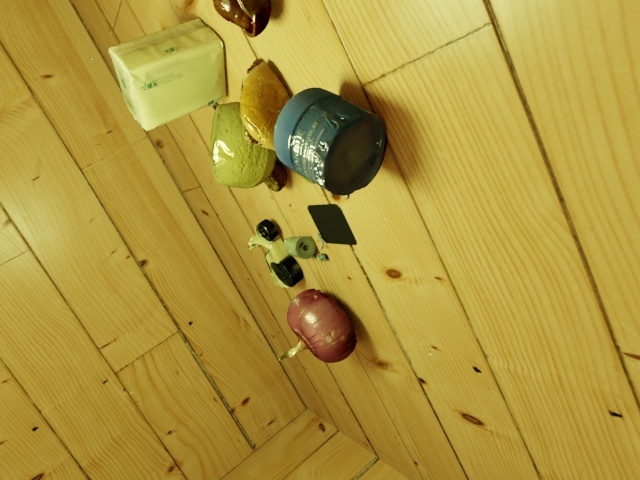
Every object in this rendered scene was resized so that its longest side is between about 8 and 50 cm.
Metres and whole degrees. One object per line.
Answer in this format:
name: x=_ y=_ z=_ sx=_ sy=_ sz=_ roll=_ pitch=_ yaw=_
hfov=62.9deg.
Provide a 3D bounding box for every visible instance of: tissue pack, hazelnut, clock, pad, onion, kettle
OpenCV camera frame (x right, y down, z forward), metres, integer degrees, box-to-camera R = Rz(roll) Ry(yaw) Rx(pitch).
tissue pack: x=-0.569 y=-0.634 z=2.004 sx=0.207 sy=0.380 sz=0.297 roll=51 pitch=158 yaw=23
hazelnut: x=-0.228 y=-0.691 z=1.515 sx=0.170 sy=0.160 sz=0.202 roll=-56 pitch=-56 yaw=-79
clock: x=-0.235 y=0.067 z=2.604 sx=0.276 sy=0.120 sz=0.379 roll=0 pitch=121 yaw=58
pad: x=0.040 y=-0.061 z=2.023 sx=0.267 sy=0.004 sz=0.181 roll=5 pitch=125 yaw=61
onion: x=-0.012 y=0.401 z=2.370 sx=0.358 sy=0.344 sz=0.358 roll=51 pitch=-166 yaw=-18
kettle: x=-0.081 y=0.030 z=2.296 sx=0.148 sy=0.126 sz=0.098 roll=-177 pitch=89 yaw=-66

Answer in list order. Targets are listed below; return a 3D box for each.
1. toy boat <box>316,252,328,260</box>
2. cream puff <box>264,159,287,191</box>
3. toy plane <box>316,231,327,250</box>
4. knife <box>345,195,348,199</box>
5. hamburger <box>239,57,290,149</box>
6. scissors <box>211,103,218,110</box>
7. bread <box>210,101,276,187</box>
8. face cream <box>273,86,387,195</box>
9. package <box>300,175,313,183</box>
toy boat: x=0.002 y=0.074 z=2.236 sx=0.038 sy=0.038 sz=0.083 roll=61 pitch=156 yaw=-10
cream puff: x=-0.187 y=-0.268 z=2.104 sx=0.149 sy=0.084 sz=0.149 roll=48 pitch=160 yaw=24
toy plane: x=0.002 y=0.000 z=2.143 sx=0.077 sy=0.024 sz=0.085 roll=18 pitch=130 yaw=59
knife: x=0.053 y=-0.256 z=1.726 sx=0.047 sy=0.017 sz=0.298 roll=30 pitch=150 yaw=50
hamburger: x=-0.188 y=-0.438 z=1.765 sx=0.282 sy=0.245 sz=0.155 roll=45 pitch=160 yaw=-12
scissors: x=-0.468 y=-0.597 z=2.306 sx=0.318 sy=0.024 sz=0.160 roll=57 pitch=155 yaw=1
bread: x=-0.291 y=-0.354 z=1.955 sx=0.320 sy=0.237 sz=0.321 roll=-175 pitch=90 yaw=-73
face cream: x=0.031 y=-0.273 z=1.451 sx=0.225 sy=0.249 sz=0.249 roll=34 pitch=149 yaw=37
package: x=-0.056 y=-0.298 z=1.791 sx=0.168 sy=0.090 sz=0.226 roll=53 pitch=159 yaw=13
